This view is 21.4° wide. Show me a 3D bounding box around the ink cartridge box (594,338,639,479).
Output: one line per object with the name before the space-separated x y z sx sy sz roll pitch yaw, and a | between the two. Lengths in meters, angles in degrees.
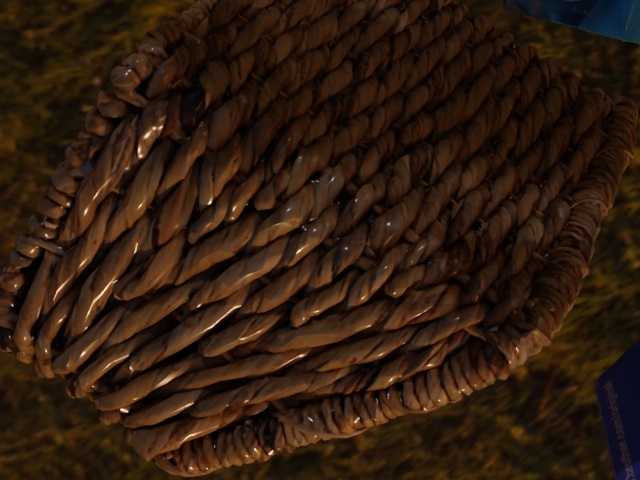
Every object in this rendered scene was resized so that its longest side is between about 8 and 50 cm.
ink cartridge box | 0.232 0.021 0.549 0.311 0.186 0.065 -40 115 21

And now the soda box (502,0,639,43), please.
soda box | 0.183 -0.124 0.800 0.071 0.210 0.067 24 107 42

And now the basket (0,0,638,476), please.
basket | 0.000 0.000 0.849 0.223 0.299 0.213 34 119 0
